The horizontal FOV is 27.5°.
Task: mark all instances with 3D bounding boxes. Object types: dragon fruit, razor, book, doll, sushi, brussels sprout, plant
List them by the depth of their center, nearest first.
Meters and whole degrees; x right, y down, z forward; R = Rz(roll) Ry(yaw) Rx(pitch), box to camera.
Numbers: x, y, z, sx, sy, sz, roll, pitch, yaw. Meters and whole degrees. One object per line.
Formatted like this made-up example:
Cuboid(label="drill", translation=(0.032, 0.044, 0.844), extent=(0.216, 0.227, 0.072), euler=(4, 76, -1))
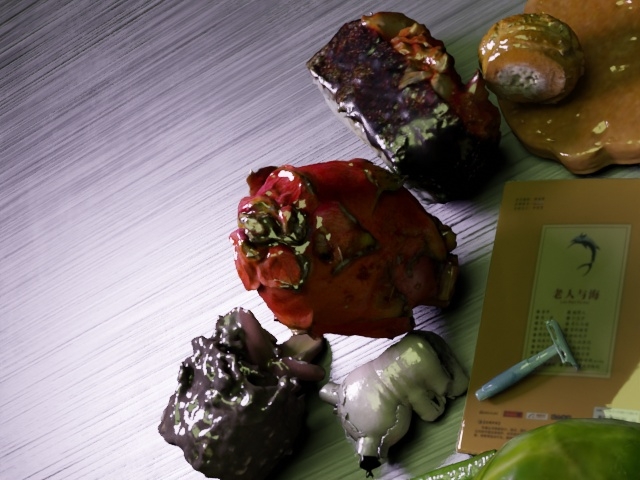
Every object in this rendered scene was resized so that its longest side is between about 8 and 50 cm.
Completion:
Cuboid(label="brussels sprout", translation=(0.273, 0.365, 1.392), extent=(0.289, 0.281, 0.354), euler=(-1, 87, -2))
Cuboid(label="razor", translation=(0.252, 0.162, 1.632), extent=(0.135, 0.040, 0.068), euler=(-35, 52, 21))
Cuboid(label="book", translation=(0.326, 0.097, 1.657), extent=(0.269, 0.032, 0.389), euler=(2, 67, 31))
Cuboid(label="dragon fruit", translation=(0.029, 0.008, 1.688), extent=(0.315, 0.250, 0.250), euler=(-9, 50, -20))
Cuboid(label="doll", translation=(0.094, 0.199, 1.707), extent=(0.192, 0.095, 0.149), euler=(-43, 53, 2))
Cuboid(label="plant", translation=(-0.100, 0.210, 1.765), extent=(0.178, 0.204, 0.234), euler=(39, 96, 38))
Cuboid(label="sushi", translation=(0.121, -0.196, 1.845), extent=(0.182, 0.196, 0.343), euler=(-36, 47, 1))

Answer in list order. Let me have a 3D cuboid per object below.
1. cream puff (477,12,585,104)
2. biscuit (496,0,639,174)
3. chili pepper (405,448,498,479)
Cuboid(label="cream puff", translation=(0.281, -0.247, 1.744), extent=(0.144, 0.126, 0.103), euler=(-2, 48, 25))
Cuboid(label="biscuit", translation=(0.401, -0.238, 1.772), extent=(0.351, 0.057, 0.312), euler=(-10, 61, 30))
Cuboid(label="chili pepper", translation=(0.077, 0.344, 1.651), extent=(0.359, 0.076, 0.085), euler=(-19, 82, 21))
